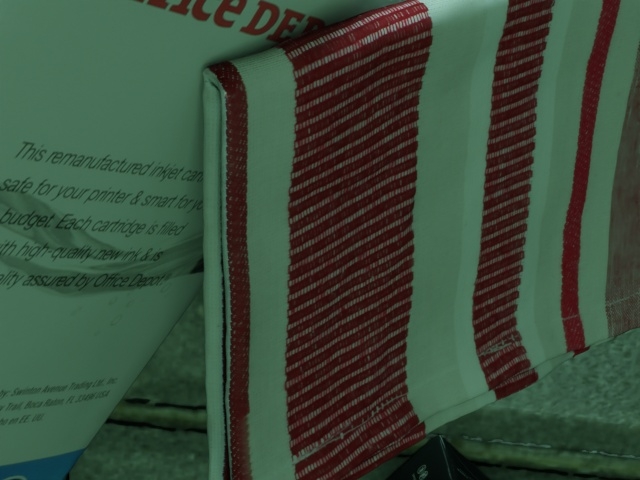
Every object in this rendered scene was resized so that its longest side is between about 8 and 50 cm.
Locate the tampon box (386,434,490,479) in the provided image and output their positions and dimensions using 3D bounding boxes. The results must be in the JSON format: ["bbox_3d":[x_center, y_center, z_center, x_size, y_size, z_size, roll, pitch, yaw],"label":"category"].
[{"bbox_3d":[0.059,0.224,1.018,0.120,0.101,0.161,42,104,-19],"label":"tampon box"}]

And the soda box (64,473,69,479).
[{"bbox_3d":[-0.173,0.212,1.013,0.053,0.060,0.169,-1,113,-6],"label":"soda box"}]

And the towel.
[{"bbox_3d":[0.081,-0.017,0.848,0.329,0.037,0.237,-22,125,-35],"label":"towel"}]

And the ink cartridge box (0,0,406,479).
[{"bbox_3d":[-0.170,-0.031,0.777,0.166,0.285,0.395,43,106,21],"label":"ink cartridge box"}]
